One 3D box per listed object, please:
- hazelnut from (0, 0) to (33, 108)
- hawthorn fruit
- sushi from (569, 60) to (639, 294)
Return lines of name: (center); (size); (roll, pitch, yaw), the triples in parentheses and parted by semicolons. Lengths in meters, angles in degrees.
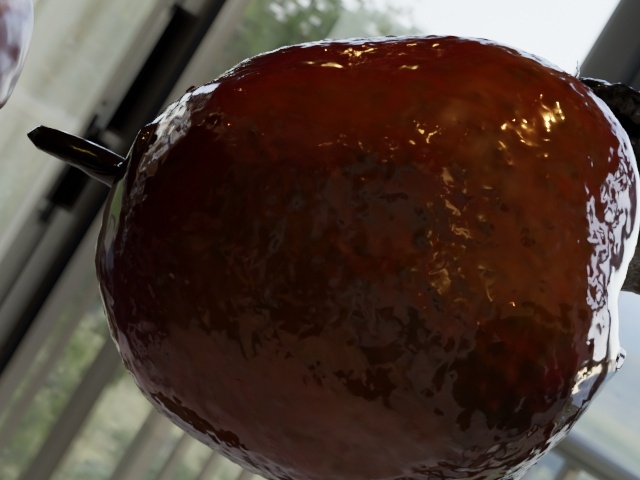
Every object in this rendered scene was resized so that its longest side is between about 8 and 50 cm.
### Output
hazelnut: (-0.266, -0.121, 0.805); (0.261, 0.261, 0.241); (31, 17, -46)
hawthorn fruit: (0.000, 0.000, 0.937); (0.369, 0.284, 0.285); (21, -1, 8)
sushi: (0.285, -0.045, 1.594); (0.238, 0.218, 0.225); (28, 10, 32)
